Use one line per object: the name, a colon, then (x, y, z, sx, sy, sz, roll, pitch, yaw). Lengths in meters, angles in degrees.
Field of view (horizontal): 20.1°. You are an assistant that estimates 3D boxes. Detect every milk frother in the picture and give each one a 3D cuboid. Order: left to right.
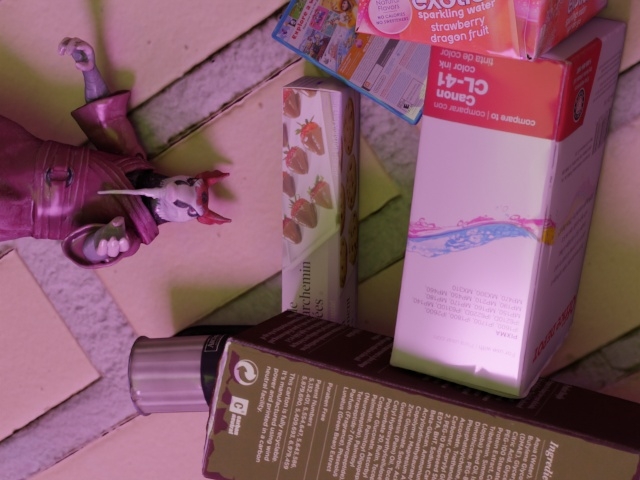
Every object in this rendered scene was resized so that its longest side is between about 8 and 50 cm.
milk frother: (-0.107, 0.160, 1.836, 0.135, 0.129, 0.143, -3, 98, 18)

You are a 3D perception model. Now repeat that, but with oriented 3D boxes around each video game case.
video game case: (0.051, -0.202, 1.713, 0.166, 0.015, 0.119, 33, 99, 11)

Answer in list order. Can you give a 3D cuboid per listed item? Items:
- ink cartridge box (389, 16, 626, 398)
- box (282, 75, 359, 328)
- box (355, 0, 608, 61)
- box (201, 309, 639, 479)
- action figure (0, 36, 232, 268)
ink cartridge box: (0.169, -0.044, 1.616, 0.131, 0.226, 0.306, 14, 109, 17)
box: (0.000, 0.000, 1.784, 0.063, 0.067, 0.324, 6, 107, 19)
box: (0.153, -0.253, 1.519, 0.154, 0.300, 0.142, 13, 110, 18)
box: (0.106, 0.182, 1.634, 0.381, 0.191, 0.143, 13, 99, 14)
action figure: (-0.274, -0.037, 1.811, 0.370, 0.248, 0.275, 9, 145, -6)
